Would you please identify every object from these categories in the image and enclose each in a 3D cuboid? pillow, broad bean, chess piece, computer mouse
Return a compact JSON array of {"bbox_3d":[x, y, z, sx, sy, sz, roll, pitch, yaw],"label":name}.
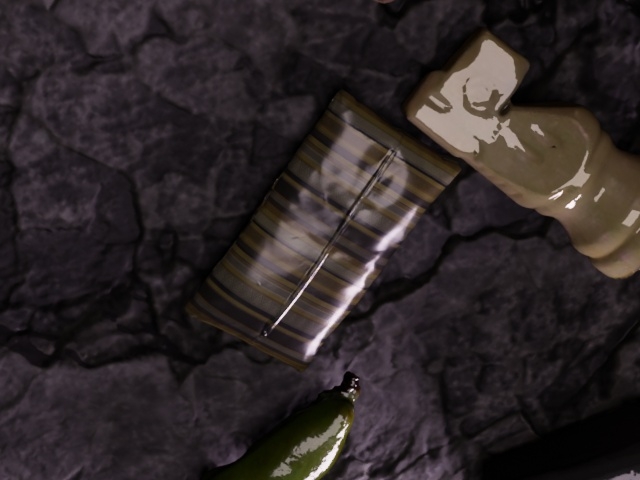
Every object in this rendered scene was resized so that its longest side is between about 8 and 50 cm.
[{"bbox_3d":[0.000,0.000,0.797,0.113,0.038,0.203,29,108,-21],"label":"pillow"},{"bbox_3d":[-0.041,0.184,0.870,0.070,0.048,0.213,39,104,-23],"label":"broad bean"},{"bbox_3d":[0.157,-0.062,0.779,0.200,0.090,0.090,35,105,-10],"label":"chess piece"},{"bbox_3d":[0.272,0.224,0.914,0.269,0.100,0.170,-22,114,1],"label":"computer mouse"}]

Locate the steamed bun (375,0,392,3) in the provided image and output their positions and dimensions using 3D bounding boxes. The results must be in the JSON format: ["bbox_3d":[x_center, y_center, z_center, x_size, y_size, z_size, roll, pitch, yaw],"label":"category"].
[{"bbox_3d":[-0.007,-0.291,0.582,0.301,0.199,0.251,41,85,-32],"label":"steamed bun"}]
